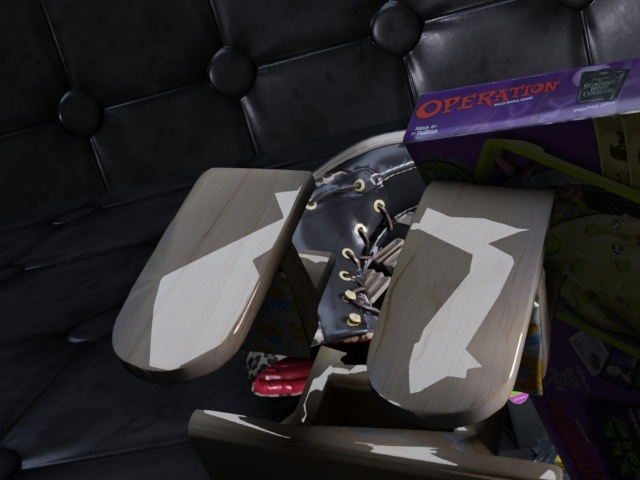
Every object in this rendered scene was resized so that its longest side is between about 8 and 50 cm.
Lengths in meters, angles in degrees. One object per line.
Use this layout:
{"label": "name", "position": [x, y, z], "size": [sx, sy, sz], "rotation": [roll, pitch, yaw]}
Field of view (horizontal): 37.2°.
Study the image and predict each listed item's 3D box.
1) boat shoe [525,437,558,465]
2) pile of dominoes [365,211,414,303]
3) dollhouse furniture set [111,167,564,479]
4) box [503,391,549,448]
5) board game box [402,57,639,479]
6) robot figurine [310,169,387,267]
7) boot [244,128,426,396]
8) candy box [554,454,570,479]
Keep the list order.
{"label": "boat shoe", "position": [0.208, 0.205, 0.823], "size": [0.076, 0.080, 0.228], "rotation": [0, 31, 41]}
{"label": "pile of dominoes", "position": [0.108, 0.033, 1.536], "size": [0.196, 0.040, 0.251], "rotation": [-38, 19, -12]}
{"label": "dollhouse furniture set", "position": [0.105, 0.186, 0.516], "size": [0.394, 0.362, 0.257], "rotation": [4, 47, 21]}
{"label": "box", "position": [0.209, 0.154, 0.958], "size": [0.062, 0.083, 0.052], "rotation": [-17, 17, -4]}
{"label": "board game box", "position": [0.206, 0.045, 0.549], "size": [0.208, 0.347, 0.056], "rotation": [-8, 43, 28]}
{"label": "robot figurine", "position": [0.000, 0.002, 1.469], "size": [0.173, 0.209, 0.278], "rotation": [17, 42, 19]}
{"label": "boot", "position": [0.044, 0.025, 1.222], "size": [0.377, 0.138, 0.284], "rotation": [-17, 51, 5]}
{"label": "candy box", "position": [0.281, 0.203, 0.690], "size": [0.205, 0.105, 0.027], "rotation": [-6, 12, 30]}
